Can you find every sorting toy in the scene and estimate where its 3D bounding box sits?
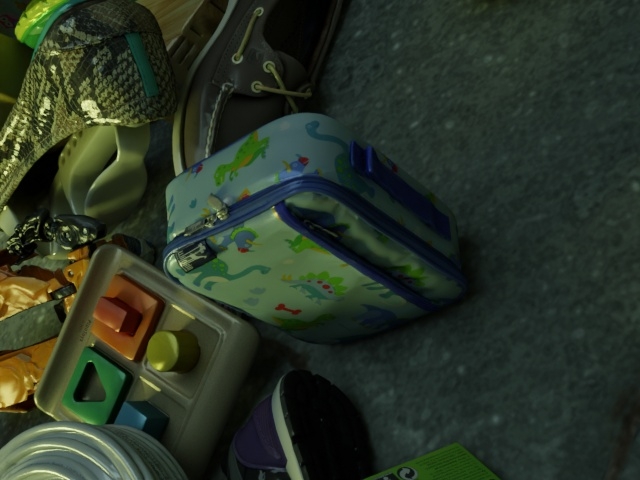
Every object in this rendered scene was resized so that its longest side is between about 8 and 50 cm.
[{"bbox_3d":[-0.169,0.117,0.903,0.196,0.047,0.347,27,96,26],"label":"sorting toy"}]

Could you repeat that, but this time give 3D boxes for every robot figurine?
[{"bbox_3d":[-0.291,0.082,1.043,0.291,0.085,0.211,-20,96,26],"label":"robot figurine"}]

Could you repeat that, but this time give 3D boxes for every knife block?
[{"bbox_3d":[-0.201,-0.242,1.202,0.275,0.088,0.242,-53,43,5],"label":"knife block"}]

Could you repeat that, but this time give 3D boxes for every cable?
[{"bbox_3d":[-0.197,0.279,0.825,0.257,0.089,0.257,-48,61,19],"label":"cable"}]

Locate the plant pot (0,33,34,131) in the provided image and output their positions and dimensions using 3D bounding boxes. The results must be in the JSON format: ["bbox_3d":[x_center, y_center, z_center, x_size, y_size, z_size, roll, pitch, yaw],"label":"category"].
[{"bbox_3d":[-0.526,-0.158,1.354,0.254,0.254,0.238,3,84,44],"label":"plant pot"}]

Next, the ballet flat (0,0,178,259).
[{"bbox_3d":[-0.281,-0.078,1.089,0.483,0.164,0.182,-34,78,54],"label":"ballet flat"}]

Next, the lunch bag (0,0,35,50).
[{"bbox_3d":[-0.453,-0.348,1.405,0.279,0.224,0.107,-15,60,41],"label":"lunch bag"}]

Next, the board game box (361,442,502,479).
[{"bbox_3d":[0.117,0.223,0.606,0.259,0.124,0.039,34,130,50],"label":"board game box"}]

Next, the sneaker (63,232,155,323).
[{"bbox_3d":[-0.247,0.041,1.093,0.135,0.058,0.052,-47,43,11],"label":"sneaker"}]

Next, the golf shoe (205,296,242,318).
[{"bbox_3d":[-0.103,0.057,0.959,0.086,0.068,0.186,-93,27,-85],"label":"golf shoe"}]

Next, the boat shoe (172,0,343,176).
[{"bbox_3d":[-0.054,-0.175,1.010,0.097,0.117,0.324,-7,55,43],"label":"boat shoe"}]

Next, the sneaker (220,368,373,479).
[{"bbox_3d":[-0.017,0.241,0.735,0.124,0.107,0.283,-46,30,27],"label":"sneaker"}]

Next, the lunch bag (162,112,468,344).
[{"bbox_3d":[0.000,0.000,0.770,0.176,0.219,0.090,-24,52,30],"label":"lunch bag"}]

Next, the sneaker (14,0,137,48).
[{"bbox_3d":[-0.265,-0.296,1.256,0.296,0.123,0.109,-17,32,25],"label":"sneaker"}]
